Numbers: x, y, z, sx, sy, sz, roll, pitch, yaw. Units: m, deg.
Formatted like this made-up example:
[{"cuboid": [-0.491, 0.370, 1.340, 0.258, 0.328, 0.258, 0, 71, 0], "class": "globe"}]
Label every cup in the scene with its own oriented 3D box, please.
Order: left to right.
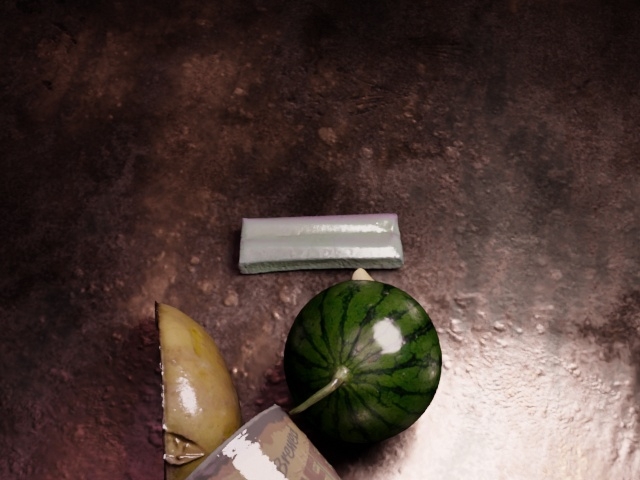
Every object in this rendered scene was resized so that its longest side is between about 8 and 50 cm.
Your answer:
[{"cuboid": [-0.056, 0.346, 0.963, 0.257, 0.227, 0.301, 42, 39, 15], "class": "cup"}]

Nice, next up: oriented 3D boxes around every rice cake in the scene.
[{"cuboid": [-0.001, 0.001, 1.304, 0.221, 0.042, 0.080, -2, 60, -4], "class": "rice cake"}]

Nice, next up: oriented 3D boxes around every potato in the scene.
[{"cuboid": [-0.141, 0.174, 1.148, 0.100, 0.120, 0.261, -1, 59, -12], "class": "potato"}]

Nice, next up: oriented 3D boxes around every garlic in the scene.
[{"cuboid": [0.067, 0.079, 1.251, 0.041, 0.053, 0.083, -14, 44, -30], "class": "garlic"}]

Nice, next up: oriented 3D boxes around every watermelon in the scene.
[{"cuboid": [0.046, 0.138, 1.121, 0.188, 0.214, 0.188, 0, 89, 17], "class": "watermelon"}]
